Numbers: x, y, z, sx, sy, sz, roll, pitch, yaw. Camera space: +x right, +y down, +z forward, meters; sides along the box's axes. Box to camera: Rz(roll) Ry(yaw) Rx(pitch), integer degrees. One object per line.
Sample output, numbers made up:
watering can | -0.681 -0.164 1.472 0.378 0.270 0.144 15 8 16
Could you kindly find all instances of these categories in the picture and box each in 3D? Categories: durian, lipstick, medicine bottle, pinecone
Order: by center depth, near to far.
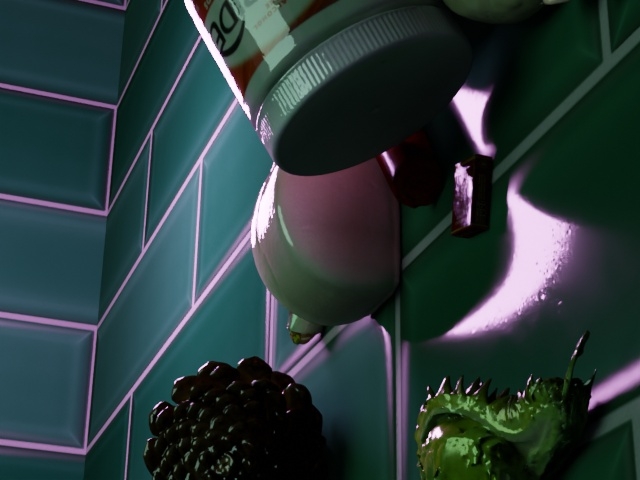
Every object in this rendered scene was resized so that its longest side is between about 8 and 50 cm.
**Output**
durian | 0.151 0.195 1.328 0.375 0.106 0.132 119 149 -55
medicine bottle | 0.006 -0.237 1.583 0.241 0.252 0.252 60 146 20
lipstick | 0.086 -0.141 1.759 0.280 0.073 0.073 -108 32 -54
pinecone | -0.112 0.271 1.893 0.292 0.246 0.246 144 135 -86

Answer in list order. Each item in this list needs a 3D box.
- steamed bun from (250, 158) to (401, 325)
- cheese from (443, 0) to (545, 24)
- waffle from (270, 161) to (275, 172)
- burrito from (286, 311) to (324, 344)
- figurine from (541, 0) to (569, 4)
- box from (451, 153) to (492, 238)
steamed bun | 0.003 -0.024 1.801 0.146 0.164 0.242 127 147 -57
cheese | 0.200 -0.406 1.461 0.351 0.129 0.328 124 145 -53
waffle | -0.033 -0.118 2.154 0.102 0.042 0.148 -101 27 -45
burrito | 0.000 0.000 1.983 0.104 0.054 0.288 -125 46 -68
figurine | 0.219 -0.358 1.326 0.133 0.200 0.276 -85 -17 -79
box | 0.163 -0.047 1.547 0.051 0.023 0.082 150 127 -66
